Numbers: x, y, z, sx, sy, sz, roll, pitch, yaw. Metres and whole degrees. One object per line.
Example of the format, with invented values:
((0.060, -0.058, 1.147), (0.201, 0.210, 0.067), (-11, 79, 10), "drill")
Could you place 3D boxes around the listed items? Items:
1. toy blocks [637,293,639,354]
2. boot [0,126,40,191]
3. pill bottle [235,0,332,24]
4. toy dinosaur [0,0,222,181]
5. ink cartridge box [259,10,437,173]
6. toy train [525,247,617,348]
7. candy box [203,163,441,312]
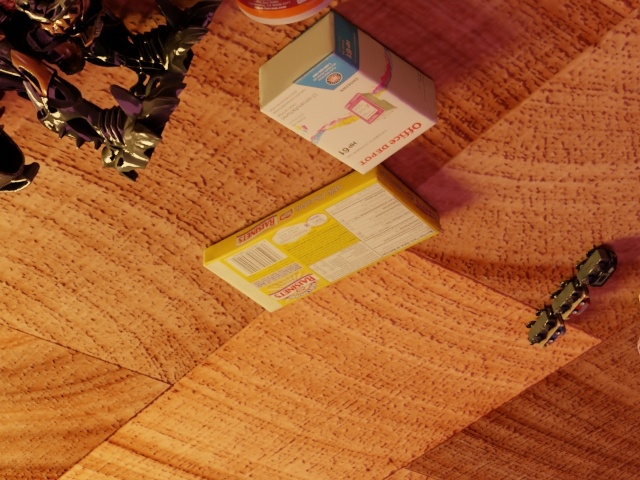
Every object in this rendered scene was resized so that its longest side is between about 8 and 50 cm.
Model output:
((0.498, 0.204, 1.401), (0.288, 0.260, 0.309), (-13, 141, 14), "toy blocks")
((-0.363, -0.080, 1.068), (0.263, 0.091, 0.229), (29, 145, -16), "boot")
((-0.040, -0.230, 0.955), (0.086, 0.086, 0.152), (-11, 140, 10), "pill bottle")
((-0.202, -0.159, 1.026), (0.218, 0.164, 0.322), (25, 155, -10), "toy dinosaur")
((0.024, -0.118, 1.129), (0.122, 0.052, 0.088), (28, 132, -35), "ink cartridge box")
((0.254, 0.060, 1.393), (0.036, 0.027, 0.158), (3, 142, -25), "toy train")
((0.000, 0.000, 1.298), (0.206, 0.027, 0.105), (-26, 139, 27), "candy box")
